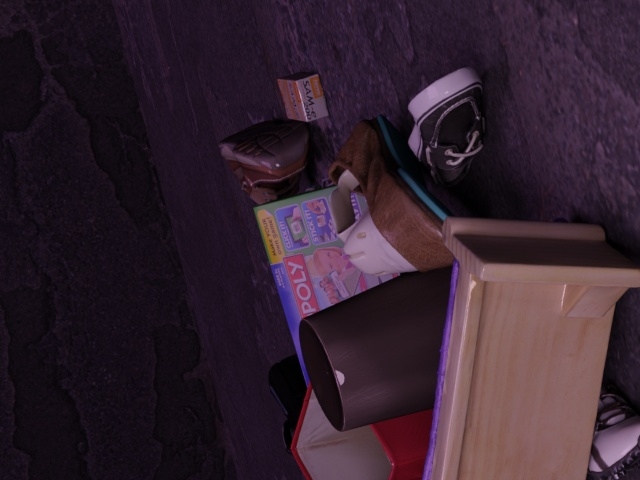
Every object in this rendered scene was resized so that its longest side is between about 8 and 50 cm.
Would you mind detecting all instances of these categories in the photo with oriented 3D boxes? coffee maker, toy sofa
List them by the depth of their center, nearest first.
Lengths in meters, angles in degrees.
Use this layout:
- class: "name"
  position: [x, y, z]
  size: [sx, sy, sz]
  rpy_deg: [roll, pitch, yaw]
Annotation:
- class: "toy sofa"
  position: [0.165, 0.160, 1.210]
  size: [0.177, 0.150, 0.363]
  rpy_deg: [-122, 36, -69]
- class: "coffee maker"
  position: [-0.006, 0.275, 2.318]
  size: [0.178, 0.120, 0.171]
  rpy_deg: [56, 135, 44]

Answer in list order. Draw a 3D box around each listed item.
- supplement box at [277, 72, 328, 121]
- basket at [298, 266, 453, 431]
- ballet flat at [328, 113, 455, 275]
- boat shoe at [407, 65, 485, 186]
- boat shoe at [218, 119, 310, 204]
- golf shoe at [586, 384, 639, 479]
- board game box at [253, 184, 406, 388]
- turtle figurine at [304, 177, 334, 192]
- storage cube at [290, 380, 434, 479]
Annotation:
- class: "supplement box"
  position: [-0.026, -0.206, 1.919]
  size: [0.098, 0.036, 0.062]
  rpy_deg: [-157, 50, -71]
- class: "basket"
  position: [0.104, 0.109, 1.443]
  size: [0.204, 0.226, 0.154]
  rpy_deg: [-135, 30, -59]
- class: "ballet flat"
  position: [0.072, -0.034, 1.481]
  size: [0.116, 0.124, 0.342]
  rpy_deg: [43, -170, -27]
- class: "boat shoe"
  position: [0.137, -0.112, 1.364]
  size: [0.070, 0.077, 0.219]
  rpy_deg: [61, 176, 13]
- class: "boat shoe"
  position: [-0.070, -0.114, 2.064]
  size: [0.324, 0.123, 0.116]
  rpy_deg: [-143, 30, -76]
- class: "golf shoe"
  position: [0.263, 0.175, 1.240]
  size: [0.198, 0.077, 0.094]
  rpy_deg: [125, 126, -71]
- class: "board game box"
  position: [0.044, 0.083, 1.777]
  size: [0.213, 0.046, 0.317]
  rpy_deg: [-14, 96, 40]
- class: "turtle figurine"
  position: [0.000, 0.000, 1.937]
  size: [0.234, 0.118, 0.175]
  rpy_deg: [85, 161, -59]
- class: "storage cube"
  position: [0.103, 0.232, 1.575]
  size: [0.215, 0.193, 0.184]
  rpy_deg: [56, 144, 41]
